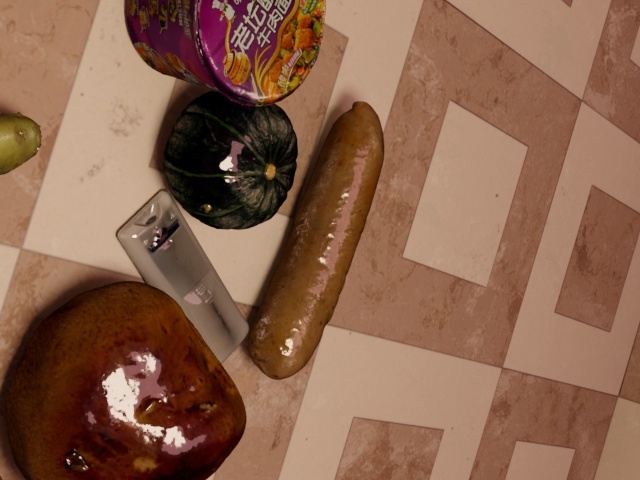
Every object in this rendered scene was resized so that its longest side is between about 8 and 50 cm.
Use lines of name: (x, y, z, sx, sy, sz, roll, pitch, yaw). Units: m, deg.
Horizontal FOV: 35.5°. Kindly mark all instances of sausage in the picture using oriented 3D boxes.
sausage: (0.001, 0.000, 1.725, 0.136, 0.123, 0.500, 36, 74, -62)

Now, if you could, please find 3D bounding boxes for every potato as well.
potato: (-0.428, -0.113, 1.254, 0.188, 0.105, 0.085, -29, 104, -53)

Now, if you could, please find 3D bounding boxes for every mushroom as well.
mushroom: (-0.289, 0.240, 1.456, 0.346, 0.260, 0.345, 1, 88, -22)

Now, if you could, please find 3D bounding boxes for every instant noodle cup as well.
instant noodle cup: (-0.144, -0.324, 1.426, 0.251, 0.190, 0.251, -17, 114, -44)

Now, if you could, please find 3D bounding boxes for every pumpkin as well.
pumpkin: (-0.132, -0.123, 1.516, 0.220, 0.162, 0.220, -31, 132, -43)

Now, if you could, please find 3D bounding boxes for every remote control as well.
remote control: (-0.202, 0.072, 1.581, 0.109, 0.055, 0.313, -48, 131, -27)

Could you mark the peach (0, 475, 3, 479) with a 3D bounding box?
peach: (-0.504, 0.402, 1.188, 0.308, 0.308, 0.332, -25, 140, -40)
